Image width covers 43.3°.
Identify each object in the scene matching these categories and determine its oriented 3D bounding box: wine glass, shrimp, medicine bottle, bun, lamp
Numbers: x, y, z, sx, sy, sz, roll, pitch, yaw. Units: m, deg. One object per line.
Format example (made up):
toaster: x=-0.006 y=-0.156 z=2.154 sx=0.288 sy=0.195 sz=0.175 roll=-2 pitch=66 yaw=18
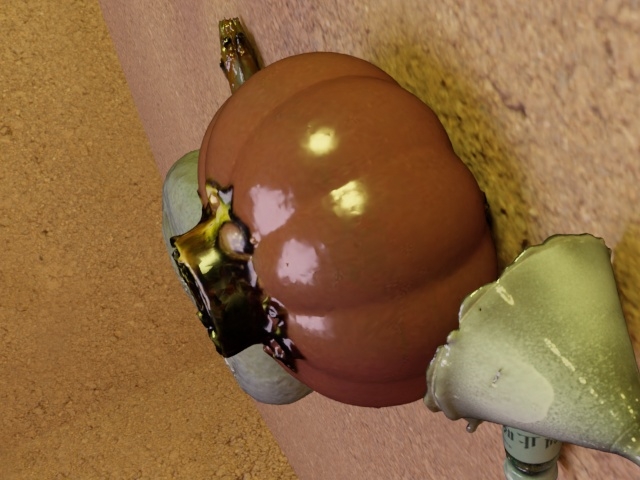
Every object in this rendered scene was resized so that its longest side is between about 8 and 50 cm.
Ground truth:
wine glass: x=0.182 y=0.120 z=0.437 sx=0.232 sy=0.156 sz=0.156 roll=48 pitch=157 yaw=38
shrimp: x=-0.099 y=-0.198 z=1.105 sx=0.115 sy=0.051 sz=0.217 roll=38 pitch=151 yaw=65
medicine bottle: x=0.171 y=0.131 z=0.650 sx=0.051 sy=0.051 sz=0.191 roll=50 pitch=158 yaw=48
bun: x=-0.073 y=0.034 z=1.045 sx=0.362 sy=0.211 sz=0.361 roll=54 pitch=160 yaw=31
lamp: x=0.000 y=0.000 z=0.676 sx=0.305 sy=0.240 sz=0.305 roll=57 pitch=162 yaw=31
